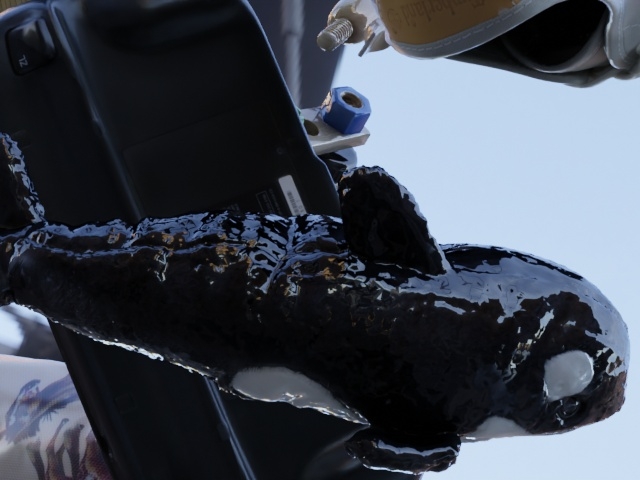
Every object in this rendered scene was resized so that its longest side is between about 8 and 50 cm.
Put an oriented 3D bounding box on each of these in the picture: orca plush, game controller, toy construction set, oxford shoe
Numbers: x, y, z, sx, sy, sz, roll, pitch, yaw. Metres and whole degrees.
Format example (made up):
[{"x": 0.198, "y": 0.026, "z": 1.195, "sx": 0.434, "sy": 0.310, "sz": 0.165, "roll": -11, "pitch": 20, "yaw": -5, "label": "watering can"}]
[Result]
[{"x": 0.000, "y": 0.000, "z": 0.716, "sx": 0.287, "sy": 0.151, "sz": 0.102, "roll": 20, "pitch": -59, "yaw": 5, "label": "orca plush"}, {"x": -0.061, "y": 0.013, "z": 0.893, "sx": 0.067, "sy": 0.166, "sz": 0.319, "roll": -24, "pitch": -93, "yaw": 60, "label": "game controller"}, {"x": -0.076, "y": -0.107, "z": 1.358, "sx": 0.309, "sy": 0.237, "sz": 0.257, "roll": -28, "pitch": -81, "yaw": 28, "label": "toy construction set"}, {"x": 0.173, "y": -0.152, "z": 0.995, "sx": 0.169, "sy": 0.130, "sz": 0.449, "roll": -13, "pitch": -5, "yaw": 41, "label": "oxford shoe"}]

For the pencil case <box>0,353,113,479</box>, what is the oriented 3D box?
[{"x": -0.215, "y": 0.165, "z": 1.152, "sx": 0.410, "sy": 0.160, "sz": 0.183, "roll": 1, "pitch": -57, "yaw": 32, "label": "pencil case"}]

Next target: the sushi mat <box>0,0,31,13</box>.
[{"x": -0.194, "y": -0.289, "z": 1.129, "sx": 0.151, "sy": 0.019, "sz": 0.316, "roll": 9, "pitch": -63, "yaw": 37, "label": "sushi mat"}]
